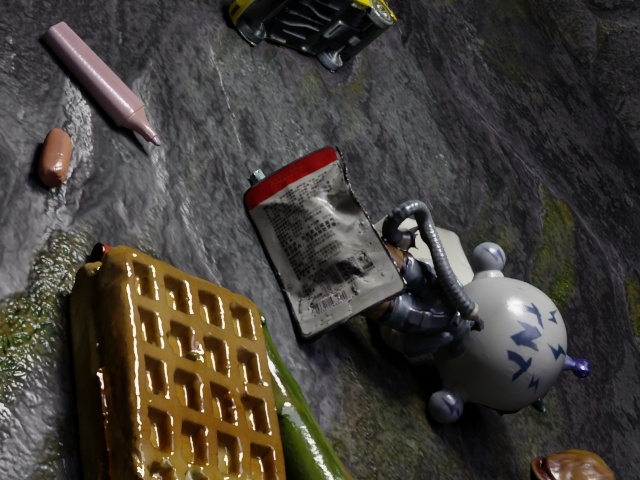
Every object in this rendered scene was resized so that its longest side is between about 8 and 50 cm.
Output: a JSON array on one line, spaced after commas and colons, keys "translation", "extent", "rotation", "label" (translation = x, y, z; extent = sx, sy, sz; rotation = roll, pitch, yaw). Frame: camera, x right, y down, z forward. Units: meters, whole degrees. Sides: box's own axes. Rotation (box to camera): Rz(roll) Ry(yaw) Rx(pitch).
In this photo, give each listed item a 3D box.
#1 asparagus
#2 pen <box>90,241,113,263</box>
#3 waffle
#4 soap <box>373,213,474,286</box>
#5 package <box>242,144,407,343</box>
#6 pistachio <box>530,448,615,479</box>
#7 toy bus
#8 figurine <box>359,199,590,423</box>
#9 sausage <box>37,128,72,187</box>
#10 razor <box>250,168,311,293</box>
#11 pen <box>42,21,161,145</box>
[{"translation": [-0.037, 0.208, 1.461], "extent": [0.343, 0.082, 0.085], "rotation": [58, -15, 26], "label": "asparagus"}, {"translation": [-0.166, 0.051, 1.506], "extent": [0.239, 0.028, 0.028], "rotation": [26, 37, -42], "label": "pen"}, {"translation": [-0.143, 0.177, 1.321], "extent": [0.224, 0.098, 0.328], "rotation": [27, 36, -37], "label": "waffle"}, {"translation": [0.160, 0.034, 2.000], "extent": [0.183, 0.063, 0.121], "rotation": [16, 45, -49], "label": "soap"}, {"translation": [0.000, 0.000, 1.693], "extent": [0.239, 0.154, 0.030], "rotation": [65, 9, 21], "label": "package"}, {"translation": [0.371, 0.364, 1.867], "extent": [0.165, 0.130, 0.210], "rotation": [47, 19, -6], "label": "pistachio"}, {"translation": [-0.023, -0.398, 2.142], "extent": [0.330, 0.144, 0.152], "rotation": [10, 49, -55], "label": "toy bus"}, {"translation": [0.189, 0.120, 1.807], "extent": [0.381, 0.261, 0.186], "rotation": [25, -1, -24], "label": "figurine"}, {"translation": [-0.299, -0.094, 1.464], "extent": [0.034, 0.034, 0.083], "rotation": [37, 30, -28], "label": "sausage"}, {"translation": [-0.038, -0.015, 1.761], "extent": [0.211, 0.084, 0.036], "rotation": [57, 8, 31], "label": "razor"}, {"translation": [-0.269, -0.192, 1.633], "extent": [0.197, 0.032, 0.053], "rotation": [48, 26, -4], "label": "pen"}]
